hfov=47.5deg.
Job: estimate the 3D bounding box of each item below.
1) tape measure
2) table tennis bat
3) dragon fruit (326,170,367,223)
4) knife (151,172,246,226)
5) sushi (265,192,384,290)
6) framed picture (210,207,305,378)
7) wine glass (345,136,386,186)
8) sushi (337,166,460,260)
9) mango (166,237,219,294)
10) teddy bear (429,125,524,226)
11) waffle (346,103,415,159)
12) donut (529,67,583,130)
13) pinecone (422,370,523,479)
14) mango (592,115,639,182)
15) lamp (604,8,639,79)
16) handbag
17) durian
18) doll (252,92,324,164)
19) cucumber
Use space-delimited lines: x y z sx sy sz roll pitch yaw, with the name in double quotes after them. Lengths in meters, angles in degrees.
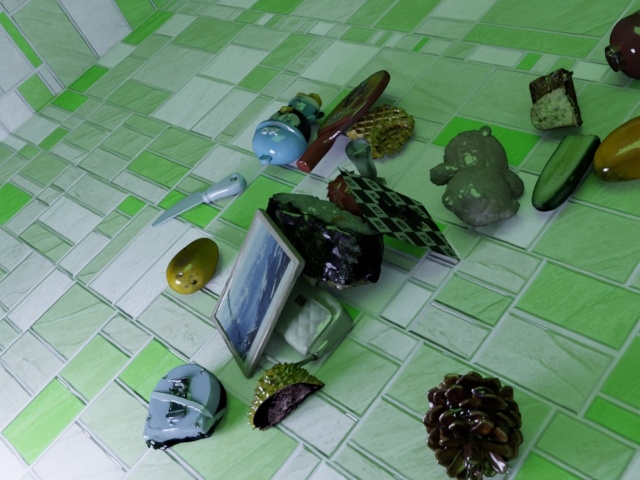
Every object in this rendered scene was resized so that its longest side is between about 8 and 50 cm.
-0.312 0.379 1.687 0.182 0.107 0.181 -19 50 15 "tape measure"
0.066 -0.357 2.153 0.414 0.051 0.268 -53 19 -22 "table tennis bat"
0.090 -0.110 1.924 0.166 0.133 0.136 34 114 45 "dragon fruit"
-0.382 -0.128 2.258 0.331 0.044 0.080 -22 43 13 "knife"
0.000 0.000 1.794 0.350 0.211 0.170 27 110 35 "sushi"
-0.160 0.125 1.757 0.247 0.022 0.335 50 121 47 "framed picture"
0.124 -0.199 1.962 0.072 0.155 0.072 -15 44 15 "wine glass"
0.172 -0.047 1.746 0.050 0.290 0.264 -54 37 24 "sushi"
-0.351 0.063 2.014 0.137 0.098 0.195 -10 41 25 "mango"
0.385 -0.149 1.777 0.236 0.151 0.267 5 57 -4 "teddy bear"
0.179 -0.317 2.108 0.197 0.070 0.193 15 58 38 "waffle"
0.612 -0.354 1.888 0.126 0.144 0.186 -12 76 27 "donut"
0.285 0.352 1.346 0.186 0.168 0.212 -34 28 16 "pinecone"
0.735 -0.214 1.675 0.221 0.120 0.151 -19 44 23 "mango"
0.850 -0.513 1.864 0.258 0.180 0.180 -25 43 6 "lamp"
-0.066 0.197 1.750 0.219 0.079 0.256 -45 43 -11 "handbag"
-0.104 0.322 1.617 0.187 0.119 0.108 -37 47 -6 "durian"
-0.103 -0.339 2.230 0.177 0.141 0.314 8 51 29 "doll"
0.583 -0.153 1.737 0.244 0.063 0.115 -50 23 -20 "cucumber"
